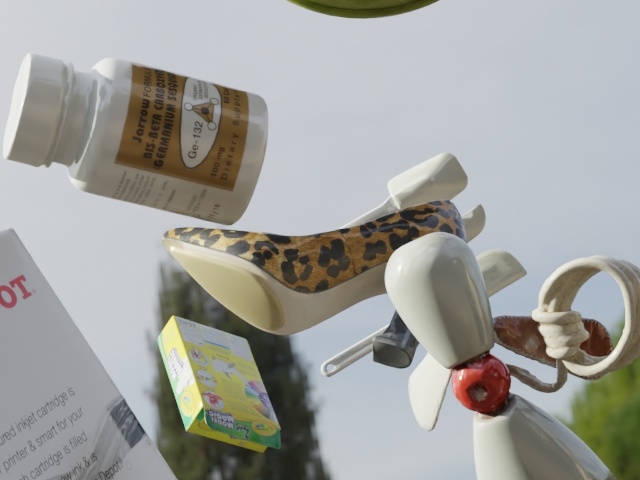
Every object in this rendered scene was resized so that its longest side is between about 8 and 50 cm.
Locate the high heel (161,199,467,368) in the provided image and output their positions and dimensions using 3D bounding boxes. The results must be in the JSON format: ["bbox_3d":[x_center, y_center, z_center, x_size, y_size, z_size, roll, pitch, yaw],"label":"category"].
[{"bbox_3d":[0.000,0.000,1.770,0.261,0.186,0.093,22,-36,8],"label":"high heel"}]

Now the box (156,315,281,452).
[{"bbox_3d":[-0.110,0.165,2.092,0.105,0.179,0.043,20,-64,-31],"label":"box"}]

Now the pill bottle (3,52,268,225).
[{"bbox_3d":[-0.174,-0.100,1.790,0.229,0.131,0.131,13,-21,-16],"label":"pill bottle"}]

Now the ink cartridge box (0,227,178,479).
[{"bbox_3d":[-0.230,0.221,1.299,0.166,0.395,0.285,-32,2,29],"label":"ink cartridge box"}]

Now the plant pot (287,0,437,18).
[{"bbox_3d":[0.042,-0.446,1.934,0.366,0.366,0.353,-10,-8,0],"label":"plant pot"}]

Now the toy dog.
[{"bbox_3d":[0.168,0.145,1.483,0.220,0.333,0.161,-2,13,18],"label":"toy dog"}]

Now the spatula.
[{"bbox_3d":[0.075,0.027,2.040,0.242,0.168,0.019,-30,-12,0],"label":"spatula"}]
